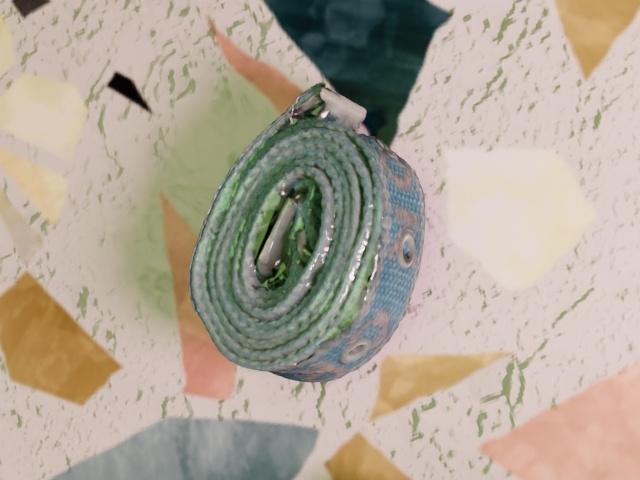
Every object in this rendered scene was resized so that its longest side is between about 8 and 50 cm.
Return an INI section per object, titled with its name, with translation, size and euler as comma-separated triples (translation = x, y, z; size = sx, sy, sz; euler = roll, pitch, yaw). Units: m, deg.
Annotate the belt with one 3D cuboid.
[belt]
translation = -0.004, 0.008, 1.110
size = 0.163, 0.082, 0.148
euler = -44, 62, 15
